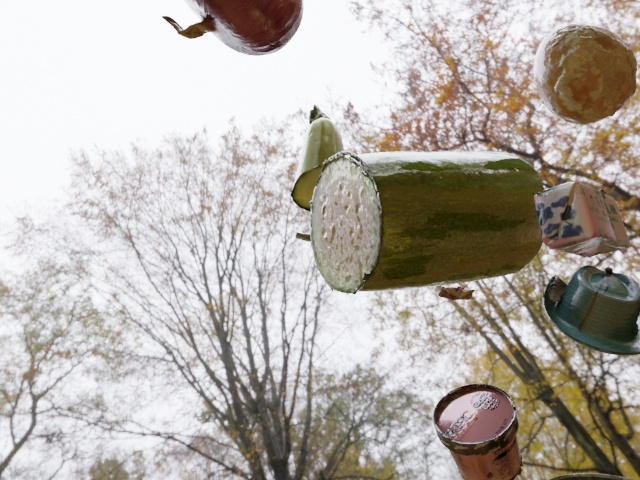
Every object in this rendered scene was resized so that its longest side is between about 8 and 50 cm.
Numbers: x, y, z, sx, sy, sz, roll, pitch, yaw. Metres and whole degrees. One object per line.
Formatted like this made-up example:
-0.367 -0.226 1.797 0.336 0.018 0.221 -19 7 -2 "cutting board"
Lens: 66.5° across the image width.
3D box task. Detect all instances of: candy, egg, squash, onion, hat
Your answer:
0.384 -0.029 0.721 0.160 0.092 0.073 9 -22 -41 "candy"
0.570 -0.366 1.066 0.194 0.233 0.195 -33 -18 -12 "egg"
0.014 -0.220 1.188 0.137 0.288 0.137 6 -26 3 "squash"
-0.114 -0.380 0.768 0.200 0.207 0.201 4 -95 -42 "onion"
0.200 -0.039 0.930 0.383 0.263 0.263 -4 -54 -24 "squash"
0.364 0.074 0.632 0.138 0.191 0.078 16 -70 23 "hat"

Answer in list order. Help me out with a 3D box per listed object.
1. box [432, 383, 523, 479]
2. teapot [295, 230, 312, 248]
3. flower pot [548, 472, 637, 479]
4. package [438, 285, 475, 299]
0.300 0.368 0.907 0.151 0.151 0.135 -23 -72 -1 "box"
0.007 -0.006 1.223 0.124 0.091 0.092 40 -96 -3 "teapot"
0.444 0.501 0.747 0.212 0.203 0.213 17 -41 15 "flower pot"
0.340 0.132 1.220 0.083 0.029 0.059 6 -29 6 "package"
